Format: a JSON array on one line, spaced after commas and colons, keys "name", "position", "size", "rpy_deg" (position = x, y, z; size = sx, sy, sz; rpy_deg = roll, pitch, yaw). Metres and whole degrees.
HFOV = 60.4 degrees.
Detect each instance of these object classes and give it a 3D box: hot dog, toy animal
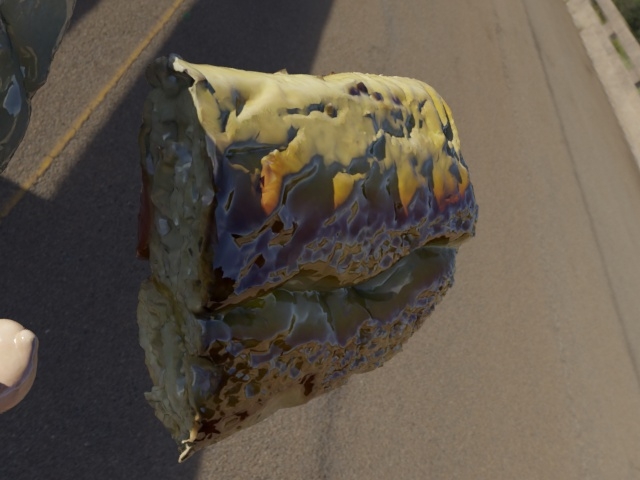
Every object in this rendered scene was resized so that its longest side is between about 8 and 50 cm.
[{"name": "hot dog", "position": [0.000, 0.000, 0.564], "size": [0.365, 0.368, 0.196], "rpy_deg": [-11, 37, -36]}, {"name": "toy animal", "position": [-0.481, 0.178, 0.704], "size": [0.197, 0.171, 0.171], "rpy_deg": [-6, 68, -47]}]

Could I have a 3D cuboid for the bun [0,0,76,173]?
[{"name": "bun", "position": [-0.274, -0.150, 0.297], "size": [0.281, 0.281, 0.205], "rpy_deg": [25, 33, -32]}]
